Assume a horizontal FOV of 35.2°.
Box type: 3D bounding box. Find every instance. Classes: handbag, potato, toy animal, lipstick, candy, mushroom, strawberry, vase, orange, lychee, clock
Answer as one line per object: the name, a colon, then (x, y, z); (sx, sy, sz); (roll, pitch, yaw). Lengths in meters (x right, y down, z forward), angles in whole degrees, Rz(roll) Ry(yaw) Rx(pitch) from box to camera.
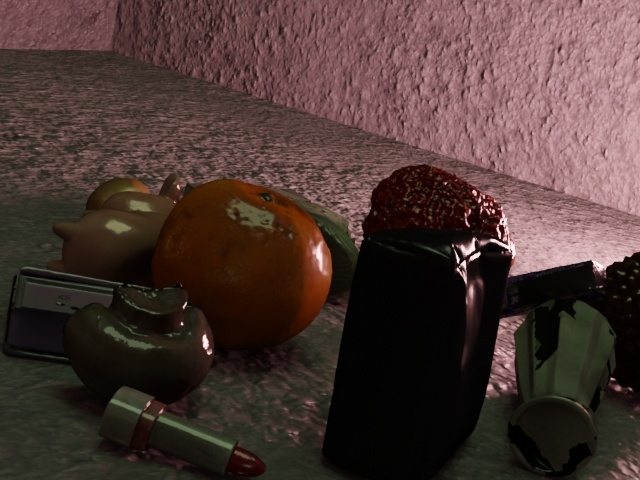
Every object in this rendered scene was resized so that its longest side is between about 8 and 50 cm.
handbag: (0.116, 0.123, 1.269); (0.177, 0.302, 0.275); (13, 12, 20)
potato: (-0.361, -0.059, 1.816); (0.109, 0.118, 0.178); (47, -7, -15)
toy animal: (-0.296, 0.001, 1.564); (0.154, 0.166, 0.250); (24, 25, 13)
lipstick: (-0.148, 0.224, 1.118); (0.186, 0.057, 0.063); (21, 16, 5)
candy: (0.316, 0.095, 1.676); (0.312, 0.061, 0.088); (-15, -19, 29)
mushroom: (-0.207, 0.139, 1.215); (0.188, 0.141, 0.117); (0, 43, -34)
strawberry: (0.197, -0.027, 1.767); (0.261, 0.258, 0.261); (3, -9, 0)
vase: (0.345, 0.204, 1.459); (0.165, 0.165, 0.360); (18, 19, 12)
orange: (-0.114, 0.039, 1.461); (0.261, 0.261, 0.261); (13, 15, -4)
lychee: (0.570, 0.149, 1.697); (0.267, 0.268, 0.267); (13, 15, -4)
clock: (-0.318, 0.103, 1.343); (0.193, 0.073, 0.145); (10, 16, -16)

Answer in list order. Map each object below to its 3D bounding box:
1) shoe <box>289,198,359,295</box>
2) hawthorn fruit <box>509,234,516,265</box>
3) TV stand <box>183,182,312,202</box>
shoe: (0.000, 0.000, 1.888); (0.210, 0.132, 0.342); (0, 20, -43)
hawthorn fruit: (0.258, 0.000, 1.991); (0.205, 0.205, 0.253); (1, 27, -39)
TV stand: (-0.148, -0.059, 2.046); (0.269, 0.088, 0.082); (-1, 21, -41)
